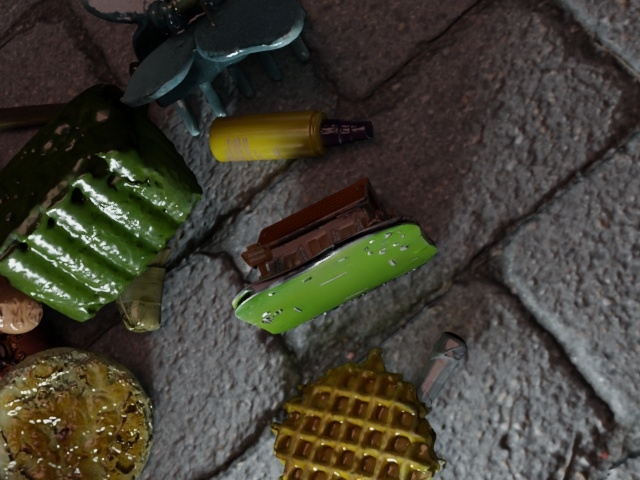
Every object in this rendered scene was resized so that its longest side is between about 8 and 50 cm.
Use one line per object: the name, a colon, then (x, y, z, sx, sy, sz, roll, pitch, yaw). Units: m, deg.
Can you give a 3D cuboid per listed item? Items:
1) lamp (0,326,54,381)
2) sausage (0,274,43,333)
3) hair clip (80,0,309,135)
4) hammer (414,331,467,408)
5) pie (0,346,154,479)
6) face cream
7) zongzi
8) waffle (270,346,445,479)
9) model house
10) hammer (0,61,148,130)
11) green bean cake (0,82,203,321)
lamp: (-0.541, 0.223, 1.383, 0.182, 0.140, 0.182, 1, 58, -2)
sausage: (-0.528, 0.093, 1.365, 0.086, 0.086, 0.289, -61, 29, -3)
hair clip: (-0.184, -0.355, 1.349, 0.318, 0.238, 0.392, -33, 67, 10)
hammer: (0.082, 0.316, 1.174, 0.152, 0.044, 0.427, 28, 86, 24)
pie: (-0.403, 0.305, 1.295, 0.274, 0.055, 0.274, 1, 85, -10)
face cream: (-0.047, -0.174, 1.335, 0.273, 0.078, 0.078, -1, 75, 21)
zongzi: (-0.343, 0.081, 1.380, 0.176, 0.078, 0.160, -6, 67, 27)
waffle: (0.041, 0.287, 1.152, 0.254, 0.052, 0.245, -35, 50, 13)
model house: (0.001, 0.000, 1.202, 0.294, 0.207, 0.154, -27, 65, 12)
hammer: (-0.528, -0.243, 1.556, 0.440, 0.044, 0.168, -1, 74, 21)
green bean cake: (-0.392, -0.074, 1.314, 0.335, 0.218, 0.319, -45, 41, -1)
